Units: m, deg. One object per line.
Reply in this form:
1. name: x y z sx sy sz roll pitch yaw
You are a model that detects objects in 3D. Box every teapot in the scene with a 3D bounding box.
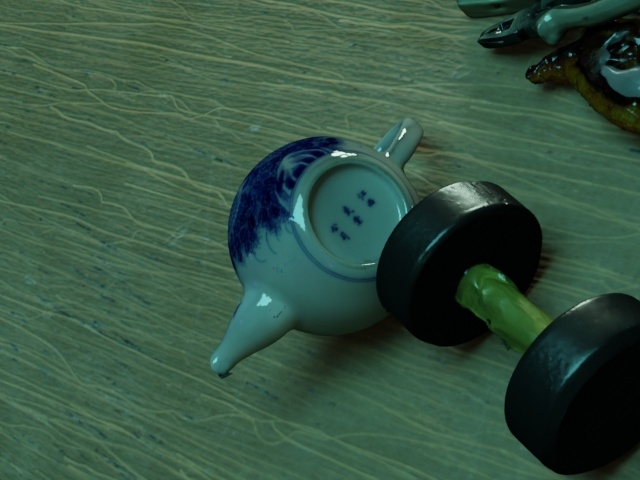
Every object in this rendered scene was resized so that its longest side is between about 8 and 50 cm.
1. teapot: 0.000 0.000 1.807 0.424 0.252 0.280 -53 7 -24

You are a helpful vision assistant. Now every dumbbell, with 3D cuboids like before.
1. dumbbell: 0.229 0.091 1.590 0.204 0.204 0.322 -50 48 5

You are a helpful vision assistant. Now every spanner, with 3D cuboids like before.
1. spanner: 0.319 -0.293 1.766 0.325 0.040 0.095 -15 43 50

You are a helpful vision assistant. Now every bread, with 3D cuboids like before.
1. bread: 0.371 -0.206 1.723 0.139 0.095 0.269 -46 31 -4

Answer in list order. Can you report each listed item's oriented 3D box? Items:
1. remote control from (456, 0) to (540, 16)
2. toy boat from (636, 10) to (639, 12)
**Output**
1. remote control: 0.269 -0.441 1.957 0.123 0.038 0.285 -4 63 34
2. toy boat: 0.444 -0.318 1.742 0.210 0.052 0.104 12 62 40
